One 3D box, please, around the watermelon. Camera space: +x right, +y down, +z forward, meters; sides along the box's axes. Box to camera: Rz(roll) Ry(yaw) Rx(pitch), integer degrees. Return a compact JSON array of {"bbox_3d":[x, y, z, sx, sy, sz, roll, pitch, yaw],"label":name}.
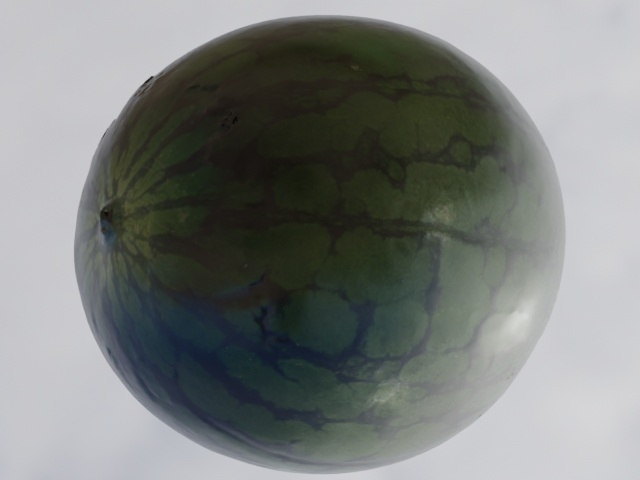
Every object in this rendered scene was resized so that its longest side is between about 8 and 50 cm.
[{"bbox_3d":[0.000,0.000,1.311,0.363,0.363,0.363,-12,-148,7],"label":"watermelon"}]
